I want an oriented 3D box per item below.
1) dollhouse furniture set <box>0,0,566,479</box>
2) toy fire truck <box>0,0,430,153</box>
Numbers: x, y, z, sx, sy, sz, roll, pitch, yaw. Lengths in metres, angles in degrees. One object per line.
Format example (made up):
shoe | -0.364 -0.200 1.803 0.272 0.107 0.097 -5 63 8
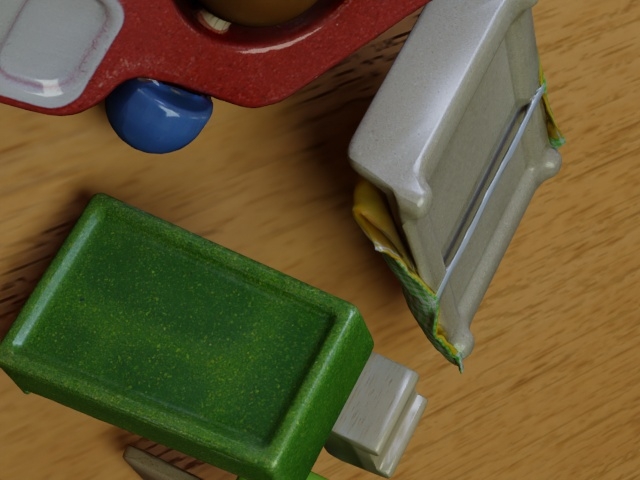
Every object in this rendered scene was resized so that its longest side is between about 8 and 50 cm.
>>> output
dollhouse furniture set | 0.000 0.000 0.730 0.301 0.151 0.197 -61 156 -20
toy fire truck | -0.067 -0.154 0.561 0.302 0.169 0.254 14 126 -40
